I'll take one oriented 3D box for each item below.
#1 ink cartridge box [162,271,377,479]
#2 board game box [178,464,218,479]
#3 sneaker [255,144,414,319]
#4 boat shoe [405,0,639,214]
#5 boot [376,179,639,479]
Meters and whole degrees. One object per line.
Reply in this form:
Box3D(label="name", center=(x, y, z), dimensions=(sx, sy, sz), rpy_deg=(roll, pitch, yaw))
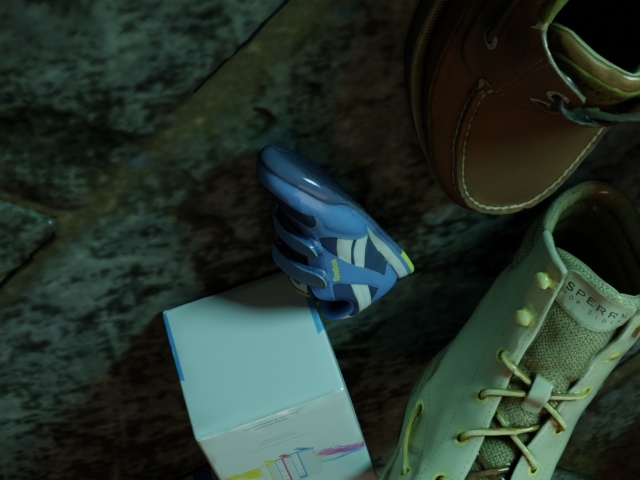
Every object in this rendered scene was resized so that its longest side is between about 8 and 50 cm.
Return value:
Box3D(label="ink cartridge box", center=(-0.028, 0.101, 0.950), dimensions=(0.090, 0.092, 0.143), rpy_deg=(-20, 146, 0))
Box3D(label="board game box", center=(-0.090, 0.238, 1.057), dimensions=(0.193, 0.146, 0.045), rpy_deg=(-27, 143, 12))
Box3D(label="sneaker", center=(0.000, 0.000, 0.852), dimensions=(0.059, 0.053, 0.144), rpy_deg=(-43, 140, 1))
Box3D(label="boat shoe", center=(0.118, -0.101, 0.738), dimensions=(0.111, 0.104, 0.307), rpy_deg=(-7, 143, -16))
Box3D(label="boot", center=(0.113, 0.102, 0.896), dimensions=(0.095, 0.262, 0.203), rpy_deg=(28, 129, -5))
